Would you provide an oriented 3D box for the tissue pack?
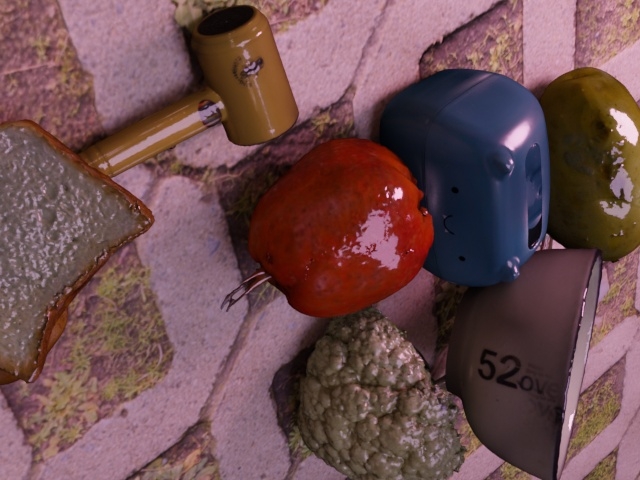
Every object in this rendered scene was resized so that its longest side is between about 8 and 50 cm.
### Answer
[{"bbox_3d":[0.214,-0.080,1.103,0.198,0.206,0.288,-35,133,-29],"label":"tissue pack"}]

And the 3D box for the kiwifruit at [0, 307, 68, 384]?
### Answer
[{"bbox_3d":[-0.325,0.101,0.863,0.124,0.075,0.075,-52,135,-10],"label":"kiwifruit"}]

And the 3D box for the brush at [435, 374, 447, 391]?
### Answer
[{"bbox_3d":[0.295,0.209,1.400,0.336,0.020,0.085,-32,141,2],"label":"brush"}]

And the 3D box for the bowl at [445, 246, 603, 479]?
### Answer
[{"bbox_3d":[0.303,0.170,1.209,0.354,0.185,0.354,11,90,-68],"label":"bowl"}]

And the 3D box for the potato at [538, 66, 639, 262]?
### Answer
[{"bbox_3d":[0.429,-0.116,1.264,0.215,0.215,0.304,-33,112,-21],"label":"potato"}]

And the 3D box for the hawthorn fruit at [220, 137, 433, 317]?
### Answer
[{"bbox_3d":[0.000,0.000,0.992,0.299,0.211,0.211,-29,130,-11],"label":"hawthorn fruit"}]

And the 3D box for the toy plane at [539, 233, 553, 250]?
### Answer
[{"bbox_3d":[0.358,0.079,1.396,0.229,0.092,0.244,-54,136,-4],"label":"toy plane"}]

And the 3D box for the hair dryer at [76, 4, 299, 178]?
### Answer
[{"bbox_3d":[-0.162,-0.138,0.865,0.278,0.090,0.135,-31,131,-14],"label":"hair dryer"}]

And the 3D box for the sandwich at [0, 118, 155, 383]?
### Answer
[{"bbox_3d":[-0.294,0.005,0.789,0.186,0.065,0.215,40,88,-13],"label":"sandwich"}]

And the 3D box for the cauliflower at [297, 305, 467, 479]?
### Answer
[{"bbox_3d":[0.107,0.244,1.210,0.250,0.272,0.275,-43,159,-55],"label":"cauliflower"}]
